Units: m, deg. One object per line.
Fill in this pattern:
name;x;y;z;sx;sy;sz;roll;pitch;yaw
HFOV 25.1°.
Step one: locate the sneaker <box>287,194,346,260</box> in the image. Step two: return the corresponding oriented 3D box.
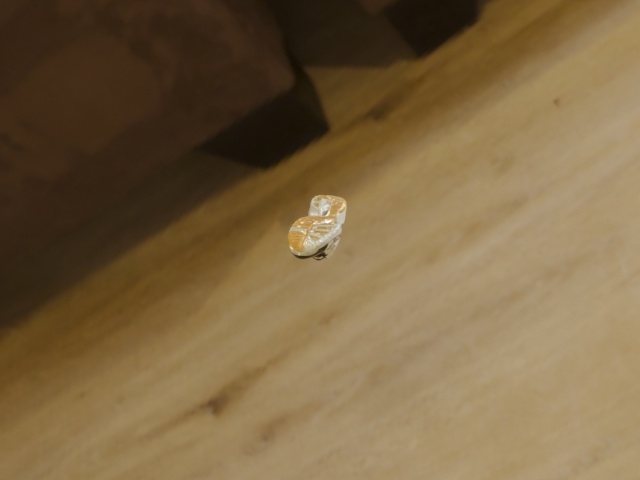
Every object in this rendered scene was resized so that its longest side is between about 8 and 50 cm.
sneaker;0.000;0.000;0.958;0.032;0.037;0.083;11;24;14
